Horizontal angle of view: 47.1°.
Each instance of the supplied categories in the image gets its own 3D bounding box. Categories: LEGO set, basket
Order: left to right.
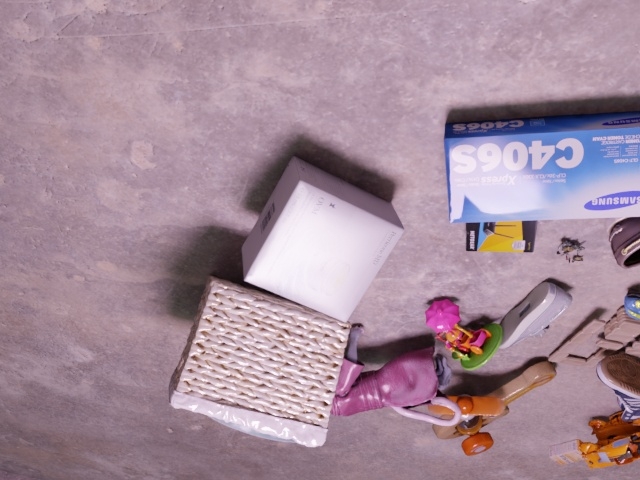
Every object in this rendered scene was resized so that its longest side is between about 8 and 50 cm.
[{"bbox_3d":[-0.130,0.248,1.588,0.331,0.267,0.328,19,176,-9],"label":"basket"},{"bbox_3d":[0.501,0.018,1.475,0.054,0.023,0.083,-1,153,15],"label":"LEGO set"}]

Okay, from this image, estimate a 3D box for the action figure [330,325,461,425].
[{"bbox_3d":[0.132,0.374,1.783,0.370,0.276,0.248,-14,138,1],"label":"action figure"}]

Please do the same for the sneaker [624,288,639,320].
[{"bbox_3d":[0.727,0.144,1.529,0.188,0.078,0.067,17,128,3],"label":"sneaker"}]

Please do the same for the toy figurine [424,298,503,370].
[{"bbox_3d":[0.303,0.200,1.684,0.159,0.130,0.173,39,158,-13],"label":"toy figurine"}]

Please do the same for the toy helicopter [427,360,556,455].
[{"bbox_3d":[0.428,0.400,1.846,0.355,0.140,0.235,-39,141,24],"label":"toy helicopter"}]

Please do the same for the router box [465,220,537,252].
[{"bbox_3d":[0.344,-0.051,1.399,0.133,0.046,0.179,0,139,11],"label":"router box"}]

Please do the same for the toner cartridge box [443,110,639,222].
[{"bbox_3d":[0.389,-0.122,1.245,0.347,0.075,0.165,-2,120,14],"label":"toner cartridge box"}]

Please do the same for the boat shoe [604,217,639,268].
[{"bbox_3d":[0.672,-0.040,1.292,0.324,0.097,0.116,-21,145,30],"label":"boat shoe"}]

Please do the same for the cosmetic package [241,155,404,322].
[{"bbox_3d":[0.000,0.000,1.394,0.224,0.138,0.224,23,111,-19],"label":"cosmetic package"}]

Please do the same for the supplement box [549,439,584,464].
[{"bbox_3d":[0.721,0.614,2.126,0.062,0.036,0.098,36,134,-27],"label":"supplement box"}]

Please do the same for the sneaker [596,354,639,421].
[{"bbox_3d":[0.726,0.356,1.748,0.282,0.099,0.153,15,142,-26],"label":"sneaker"}]

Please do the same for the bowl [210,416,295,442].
[{"bbox_3d":[-0.147,0.397,1.917,0.311,0.163,0.311,11,150,6],"label":"bowl"}]

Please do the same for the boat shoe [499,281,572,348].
[{"bbox_3d":[0.471,0.180,1.623,0.081,0.079,0.227,22,136,-9],"label":"boat shoe"}]

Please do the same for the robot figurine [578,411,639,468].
[{"bbox_3d":[0.805,0.481,1.845,0.291,0.211,0.085,-34,92,39],"label":"robot figurine"}]

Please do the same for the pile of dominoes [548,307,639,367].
[{"bbox_3d":[0.669,0.230,1.695,0.195,0.040,0.251,10,148,-6],"label":"pile of dominoes"}]
